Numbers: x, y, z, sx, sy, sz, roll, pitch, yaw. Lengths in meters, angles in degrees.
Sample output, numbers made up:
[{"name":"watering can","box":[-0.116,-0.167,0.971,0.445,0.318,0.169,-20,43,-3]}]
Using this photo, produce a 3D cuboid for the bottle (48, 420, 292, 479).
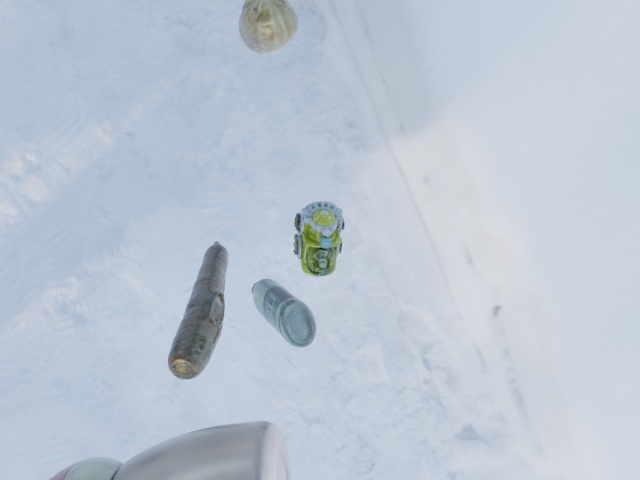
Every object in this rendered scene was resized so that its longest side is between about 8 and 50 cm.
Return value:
[{"name":"bottle","box":[-0.146,0.247,0.514,0.237,0.147,0.147,-8,98,3]}]

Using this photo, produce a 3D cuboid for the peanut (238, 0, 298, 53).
[{"name":"peanut","box":[-0.149,-0.576,1.547,0.140,0.325,0.153,-36,116,-1]}]

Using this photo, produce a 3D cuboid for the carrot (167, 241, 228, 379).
[{"name":"carrot","box":[-0.185,0.095,0.964,0.070,0.342,0.070,0,121,0]}]

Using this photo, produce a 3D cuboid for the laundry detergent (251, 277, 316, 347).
[{"name":"laundry detergent","box":[-0.085,0.127,1.134,0.070,0.226,0.099,-37,114,-14]}]

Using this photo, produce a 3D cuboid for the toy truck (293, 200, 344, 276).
[{"name":"toy truck","box":[0.000,0.000,0.859,0.076,0.076,0.111,-1,131,-8]}]
